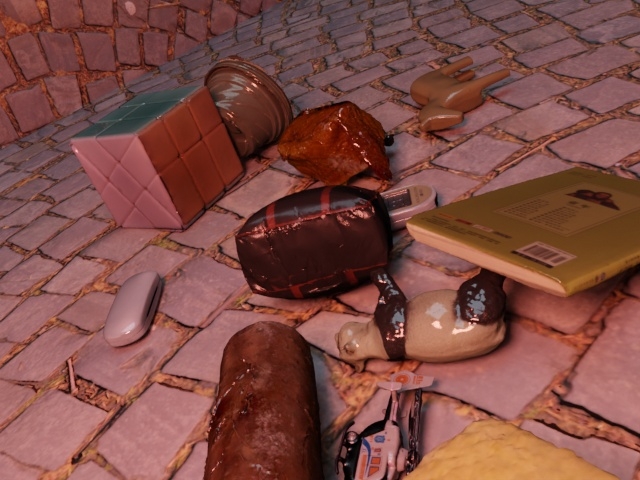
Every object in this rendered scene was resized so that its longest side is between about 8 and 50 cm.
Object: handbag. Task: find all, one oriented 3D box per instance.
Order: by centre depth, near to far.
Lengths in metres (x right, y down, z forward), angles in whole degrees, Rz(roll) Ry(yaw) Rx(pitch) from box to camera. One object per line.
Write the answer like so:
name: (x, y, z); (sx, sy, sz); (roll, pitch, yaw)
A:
handbag: (0.000, 0.000, 0.967); (0.215, 0.155, 0.169); (-13, 11, 14)

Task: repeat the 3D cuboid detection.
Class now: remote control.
remote control: (0.074, -0.035, 1.086); (0.244, 0.047, 0.087); (-16, 27, 11)

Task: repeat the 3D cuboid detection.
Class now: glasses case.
glasses case: (-0.307, 0.109, 1.092); (0.067, 0.045, 0.178); (-16, 29, 8)

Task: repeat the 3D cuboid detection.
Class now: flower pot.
flower pot: (-0.185, -0.275, 1.480); (0.235, 0.235, 0.140); (3, 48, 36)

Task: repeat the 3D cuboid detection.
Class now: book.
book: (0.312, -0.024, 0.825); (0.352, 0.035, 0.239); (-16, 25, -31)

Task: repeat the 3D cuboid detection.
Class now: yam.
yam: (-0.055, 0.208, 0.690); (0.131, 0.131, 0.279); (-18, 26, 6)

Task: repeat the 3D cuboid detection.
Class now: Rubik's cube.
Rubik's cube: (-0.338, -0.172, 1.395); (0.231, 0.221, 0.224); (3, 38, 36)

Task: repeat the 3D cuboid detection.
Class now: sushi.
sushi: (0.034, -0.179, 1.256); (0.296, 0.179, 0.167); (-6, 54, 54)

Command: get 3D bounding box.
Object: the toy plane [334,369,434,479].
toy plane: (0.067, 0.210, 0.688); (0.078, 0.053, 0.197); (1, 36, 20)

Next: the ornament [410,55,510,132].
ornament: (0.270, -0.299, 1.378); (0.245, 0.061, 0.230); (-27, 32, -12)

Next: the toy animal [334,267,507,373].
toy animal: (0.119, 0.098, 0.802); (0.225, 0.094, 0.121); (-9, 41, 18)

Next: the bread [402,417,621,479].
bread: (0.069, 0.302, 0.415); (0.375, 0.165, 0.236); (-34, 27, -20)
